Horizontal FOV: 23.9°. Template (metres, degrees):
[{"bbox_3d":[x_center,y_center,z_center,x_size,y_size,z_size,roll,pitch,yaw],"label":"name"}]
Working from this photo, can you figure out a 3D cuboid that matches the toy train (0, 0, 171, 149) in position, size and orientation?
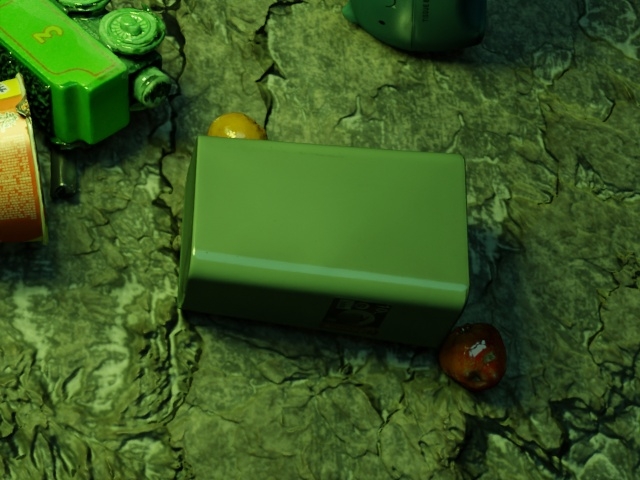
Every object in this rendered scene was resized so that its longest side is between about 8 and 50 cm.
[{"bbox_3d":[-0.310,-0.234,1.915,0.188,0.132,0.243,-36,61,-30],"label":"toy train"}]

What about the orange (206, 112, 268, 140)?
[{"bbox_3d":[-0.107,-0.128,1.972,0.083,0.070,0.083,45,17,-18],"label":"orange"}]

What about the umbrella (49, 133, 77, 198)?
[{"bbox_3d":[-0.325,-0.112,1.922,0.036,0.031,0.133,10,60,-27],"label":"umbrella"}]

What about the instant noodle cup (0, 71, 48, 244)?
[{"bbox_3d":[-0.422,-0.084,1.786,0.174,0.213,0.213,-9,67,-13],"label":"instant noodle cup"}]

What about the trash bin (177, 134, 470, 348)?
[{"bbox_3d":[0.000,0.000,1.900,0.343,0.158,0.223,5,61,-9],"label":"trash bin"}]

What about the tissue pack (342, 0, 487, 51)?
[{"bbox_3d":[0.134,-0.399,2.068,0.206,0.287,0.198,6,62,4],"label":"tissue pack"}]

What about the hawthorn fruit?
[{"bbox_3d":[0.197,0.151,1.932,0.093,0.093,0.093,7,62,-14],"label":"hawthorn fruit"}]
